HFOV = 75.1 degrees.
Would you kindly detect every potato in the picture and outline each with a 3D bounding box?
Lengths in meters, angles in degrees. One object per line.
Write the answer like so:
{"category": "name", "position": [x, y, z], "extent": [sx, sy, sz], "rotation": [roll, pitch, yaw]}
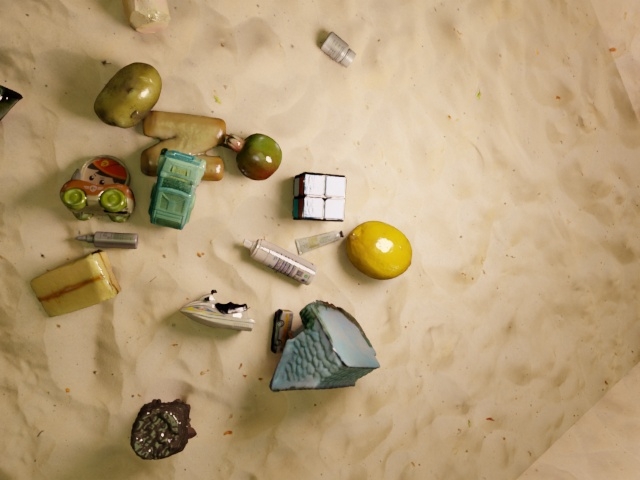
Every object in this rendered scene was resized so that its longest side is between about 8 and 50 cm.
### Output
{"category": "potato", "position": [-0.635, -0.481, 1.391], "extent": [0.148, 0.197, 0.228], "rotation": [36, 71, -36]}

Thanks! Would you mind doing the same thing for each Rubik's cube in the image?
{"category": "Rubik's cube", "position": [-0.009, -0.163, 1.602], "extent": [0.167, 0.180, 0.183], "rotation": [3, 90, -16]}

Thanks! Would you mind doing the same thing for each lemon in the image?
{"category": "lemon", "position": [0.234, 0.039, 1.664], "extent": [0.236, 0.236, 0.263], "rotation": [-41, 91, -11]}

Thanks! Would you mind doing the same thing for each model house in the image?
{"category": "model house", "position": [-0.012, 0.457, 1.606], "extent": [0.339, 0.297, 0.360], "rotation": [-44, 149, 14]}

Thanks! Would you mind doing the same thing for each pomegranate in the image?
{"category": "pomegranate", "position": [-0.244, -0.319, 1.516], "extent": [0.210, 0.180, 0.180], "rotation": [33, 84, -29]}

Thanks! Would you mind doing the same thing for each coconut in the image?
{"category": "coconut", "position": [-0.590, -0.795, 1.404], "extent": [0.147, 0.147, 0.152], "rotation": [-15, 102, -16]}

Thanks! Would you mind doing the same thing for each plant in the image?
{"category": "plant", "position": [-0.528, 0.639, 1.431], "extent": [0.194, 0.320, 0.181], "rotation": [5, 76, -10]}

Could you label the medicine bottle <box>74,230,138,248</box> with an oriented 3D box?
{"category": "medicine bottle", "position": [-0.745, -0.003, 1.451], "extent": [0.199, 0.058, 0.057], "rotation": [4, 92, -16]}

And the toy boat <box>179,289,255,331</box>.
{"category": "toy boat", "position": [-0.373, 0.263, 1.544], "extent": [0.269, 0.141, 0.140], "rotation": [26, 86, -15]}

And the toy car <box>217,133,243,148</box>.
{"category": "toy car", "position": [-0.353, -0.375, 1.558], "extent": [0.122, 0.035, 0.059], "rotation": [12, 94, -19]}

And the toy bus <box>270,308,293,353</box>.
{"category": "toy bus", "position": [-0.153, 0.360, 1.655], "extent": [0.072, 0.057, 0.171], "rotation": [7, 91, -26]}

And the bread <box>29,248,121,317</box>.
{"category": "bread", "position": [-0.824, 0.159, 1.382], "extent": [0.264, 0.163, 0.167], "rotation": [-27, 101, -13]}

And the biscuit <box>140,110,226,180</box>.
{"category": "biscuit", "position": [-0.489, -0.336, 1.493], "extent": [0.291, 0.062, 0.236], "rotation": [5, 93, -12]}

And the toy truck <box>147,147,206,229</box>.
{"category": "toy truck", "position": [-0.495, -0.175, 1.426], "extent": [0.155, 0.156, 0.278], "rotation": [14, 129, -20]}

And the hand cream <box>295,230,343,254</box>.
{"category": "hand cream", "position": [0.000, 0.000, 1.688], "extent": [0.195, 0.042, 0.067], "rotation": [-17, 100, -11]}

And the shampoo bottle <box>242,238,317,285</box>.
{"category": "shampoo bottle", "position": [-0.163, 0.074, 1.617], "extent": [0.303, 0.092, 0.092], "rotation": [27, 85, -16]}

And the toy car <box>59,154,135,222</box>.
{"category": "toy car", "position": [-0.746, -0.185, 1.413], "extent": [0.235, 0.145, 0.235], "rotation": [5, 72, -15]}

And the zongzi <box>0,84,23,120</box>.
{"category": "zongzi", "position": [-1.182, -0.456, 1.239], "extent": [0.319, 0.362, 0.383], "rotation": [-52, 144, -10]}

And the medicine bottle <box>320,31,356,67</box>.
{"category": "medicine bottle", "position": [0.071, -0.749, 1.641], "extent": [0.130, 0.080, 0.080], "rotation": [32, 84, -16]}
